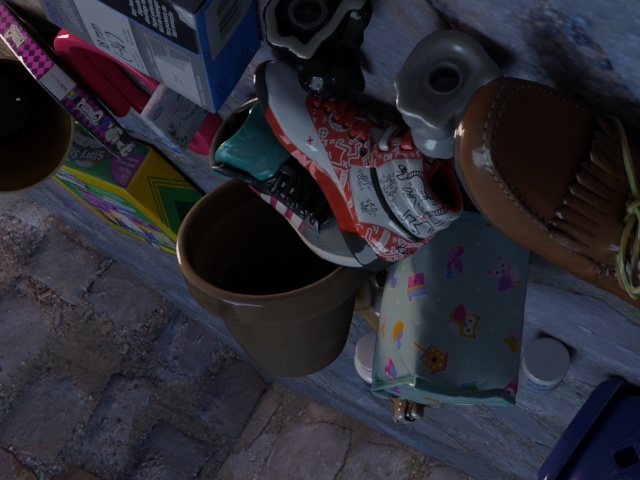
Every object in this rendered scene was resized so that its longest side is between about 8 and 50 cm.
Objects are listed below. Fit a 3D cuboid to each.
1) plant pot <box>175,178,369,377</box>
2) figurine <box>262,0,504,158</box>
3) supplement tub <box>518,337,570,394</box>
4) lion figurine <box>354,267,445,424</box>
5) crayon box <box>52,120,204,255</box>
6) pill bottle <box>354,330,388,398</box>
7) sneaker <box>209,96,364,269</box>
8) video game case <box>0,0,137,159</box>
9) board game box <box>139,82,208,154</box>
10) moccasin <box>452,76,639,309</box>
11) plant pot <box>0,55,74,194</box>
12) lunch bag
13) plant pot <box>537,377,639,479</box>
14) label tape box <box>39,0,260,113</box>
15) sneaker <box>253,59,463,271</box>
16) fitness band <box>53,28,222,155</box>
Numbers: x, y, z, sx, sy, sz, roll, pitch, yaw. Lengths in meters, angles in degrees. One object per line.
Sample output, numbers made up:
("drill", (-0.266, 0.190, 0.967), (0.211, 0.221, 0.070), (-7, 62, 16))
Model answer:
("plant pot", (-0.048, 0.065, 1.511), (0.263, 0.263, 0.229), (24, 142, 31))
("figurine", (0.061, -0.151, 1.029), (0.215, 0.092, 0.209), (29, 175, 9))
("supplement tub", (0.337, 0.191, 1.660), (0.071, 0.071, 0.107), (29, 168, 14))
("lion figurine", (0.116, 0.121, 1.693), (0.240, 0.142, 0.392), (0, 129, 53))
("crayon box", (-0.371, -0.097, 2.163), (0.363, 0.106, 0.313), (20, 161, 41))
("pill bottle", (0.131, 0.256, 2.288), (0.112, 0.112, 0.186), (27, 167, 22))
("sneaker", (-0.036, -0.085, 1.344), (0.295, 0.124, 0.178), (38, 180, 44))
("video game case", (-0.396, -0.245, 1.663), (0.232, 0.042, 0.210), (46, 179, 40))
("board game box", (-0.191, -0.177, 1.472), (0.020, 0.090, 0.090), (19, 162, 33))
("moccasin", (0.263, -0.012, 0.920), (0.380, 0.139, 0.147), (38, 165, -27))
("plant pot", (-0.573, -0.226, 1.969), (0.237, 0.237, 0.254), (38, -179, -23))
("lunch bag", (0.148, 0.089, 1.340), (0.160, 0.223, 0.262), (9, 169, -9))
("plant pot", (0.468, 0.351, 1.620), (0.212, 0.236, 0.236), (31, 170, 39))
("label tape box", (-0.229, -0.288, 1.116), (0.334, 0.106, 0.240), (30, 166, 7))
("sneaker", (0.048, -0.111, 1.197), (0.145, 0.090, 0.270), (-33, 87, 35))
("fitness band", (-0.254, -0.218, 1.570), (0.209, 0.054, 0.291), (20, 163, 34))
